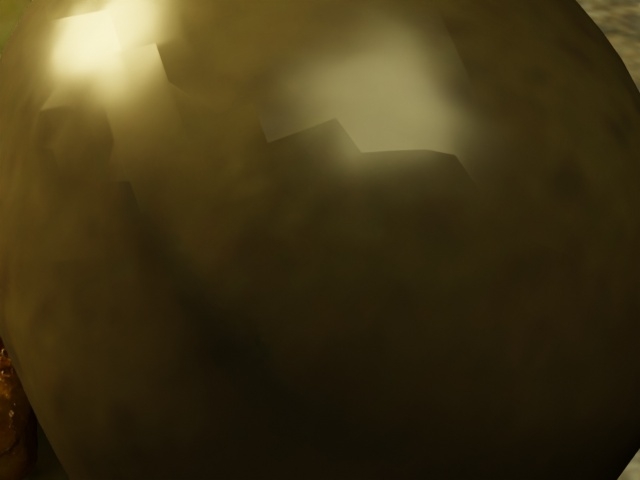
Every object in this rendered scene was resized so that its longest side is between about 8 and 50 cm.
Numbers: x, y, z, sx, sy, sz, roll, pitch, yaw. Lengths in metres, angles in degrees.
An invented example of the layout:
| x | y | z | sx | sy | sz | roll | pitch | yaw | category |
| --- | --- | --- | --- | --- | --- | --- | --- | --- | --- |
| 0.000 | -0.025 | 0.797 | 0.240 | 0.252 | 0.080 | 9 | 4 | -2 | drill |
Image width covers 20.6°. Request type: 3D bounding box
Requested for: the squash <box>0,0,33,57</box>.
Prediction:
| x | y | z | sx | sy | sz | roll | pitch | yaw | category |
| --- | --- | --- | --- | --- | --- | --- | --- | --- | --- |
| -0.229 | -0.304 | 1.205 | 0.263 | 0.263 | 0.384 | 9 | 39 | -7 | squash |

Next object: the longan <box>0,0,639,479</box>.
| x | y | z | sx | sy | sz | roll | pitch | yaw | category |
| --- | --- | --- | --- | --- | --- | --- | --- | --- | --- |
| 0.000 | 0.000 | 0.828 | 0.361 | 0.361 | 0.361 | 9 | 40 | -7 | longan |

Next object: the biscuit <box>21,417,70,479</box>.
| x | y | z | sx | sy | sz | roll | pitch | yaw | category |
| --- | --- | --- | --- | --- | --- | --- | --- | --- | --- |
| -0.099 | 0.085 | 0.961 | 0.273 | 0.036 | 0.187 | 12 | 39 | -4 | biscuit |

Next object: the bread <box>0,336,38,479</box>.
| x | y | z | sx | sy | sz | roll | pitch | yaw | category |
| --- | --- | --- | --- | --- | --- | --- | --- | --- | --- |
| -0.274 | 0.065 | 0.874 | 0.271 | 0.077 | 0.139 | 3 | 51 | -4 | bread |
